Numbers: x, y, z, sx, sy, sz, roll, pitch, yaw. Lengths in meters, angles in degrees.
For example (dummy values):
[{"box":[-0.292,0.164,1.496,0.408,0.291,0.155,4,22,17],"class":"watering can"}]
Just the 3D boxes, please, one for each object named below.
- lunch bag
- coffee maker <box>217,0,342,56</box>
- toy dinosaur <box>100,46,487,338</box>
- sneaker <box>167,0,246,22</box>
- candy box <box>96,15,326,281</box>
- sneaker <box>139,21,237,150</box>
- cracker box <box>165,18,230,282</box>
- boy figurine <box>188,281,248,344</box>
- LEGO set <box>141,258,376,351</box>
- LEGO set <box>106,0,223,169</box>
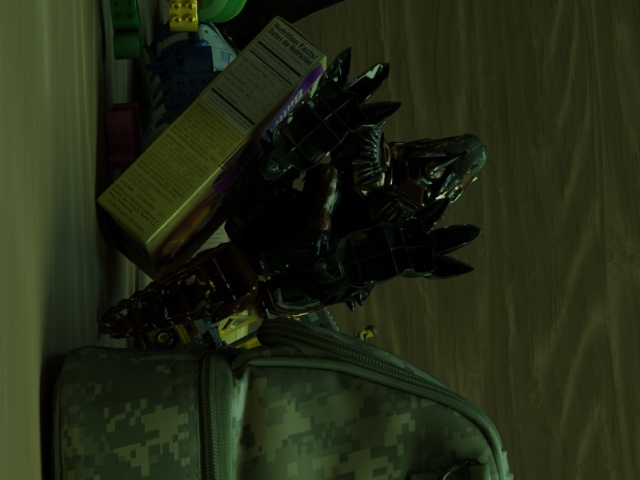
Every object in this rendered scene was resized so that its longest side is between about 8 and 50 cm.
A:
[{"box":[-0.017,0.157,1.081,0.305,0.256,0.213,86,1,-84],"class":"lunch bag"},{"box":[-0.017,-0.252,1.693,0.120,0.178,0.171,-79,146,-75],"class":"coffee maker"},{"box":[0.000,0.000,1.267,0.322,0.164,0.218,-50,-175,-29],"class":"toy dinosaur"},{"box":[-0.122,-0.286,1.398,0.123,0.109,0.295,-77,163,-45],"class":"sneaker"},{"box":[-0.073,-0.062,1.270,0.053,0.187,0.109,41,-13,13],"class":"candy box"},{"box":[-0.117,-0.114,1.485,0.296,0.112,0.131,-98,167,-78],"class":"sneaker"},{"box":[-0.118,-0.092,1.738,0.156,0.067,0.232,-88,174,-73],"class":"cracker box"},{"box":[-0.096,0.124,1.862,0.177,0.092,0.285,71,19,-78],"class":"boy figurine"},{"box":[-0.014,0.140,1.477,0.255,0.192,0.331,56,-12,35],"class":"LEGO set"},{"box":[-0.115,-0.149,1.260,0.093,0.087,0.227,-92,178,-67],"class":"LEGO set"}]
